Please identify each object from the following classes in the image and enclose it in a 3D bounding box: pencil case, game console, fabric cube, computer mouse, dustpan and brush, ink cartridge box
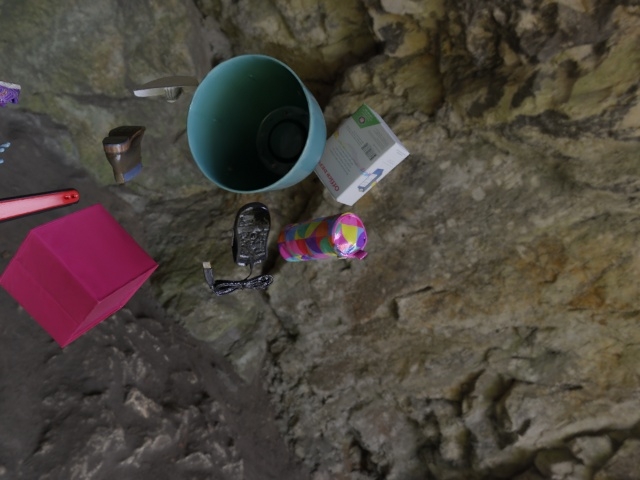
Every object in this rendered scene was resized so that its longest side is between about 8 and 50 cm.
[{"bbox_3d":[0.000,0.000,1.143,0.236,0.104,0.104,-4,-57,54],"label":"pencil case"},{"bbox_3d":[-0.686,-0.042,0.946,0.387,0.342,0.060,-1,-73,45],"label":"game console"},{"bbox_3d":[-0.685,0.094,1.450,0.258,0.259,0.254,47,29,-2],"label":"fabric cube"},{"bbox_3d":[-0.219,0.020,1.311,0.060,0.184,0.261,-133,-143,-53],"label":"computer mouse"},{"bbox_3d":[-0.348,-0.367,1.230,0.211,0.148,0.060,-93,178,-60],"label":"dustpan and brush"},{"bbox_3d":[0.094,-0.217,1.310,0.093,0.212,0.154,14,38,-59],"label":"ink cartridge box"}]

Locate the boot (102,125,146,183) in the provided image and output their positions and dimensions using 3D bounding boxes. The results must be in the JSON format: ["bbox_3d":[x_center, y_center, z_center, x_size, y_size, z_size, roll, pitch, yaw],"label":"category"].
[{"bbox_3d":[-0.500,-0.229,1.307,0.219,0.082,0.106,-90,-179,-63],"label":"boot"}]

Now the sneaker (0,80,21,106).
[{"bbox_3d":[-0.904,-0.412,1.417,0.170,0.069,0.071,-41,138,-76],"label":"sneaker"}]

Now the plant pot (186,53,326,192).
[{"bbox_3d":[-0.118,-0.247,1.173,0.293,0.293,0.235,57,17,10],"label":"plant pot"}]

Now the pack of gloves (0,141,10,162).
[{"bbox_3d":[-1.009,-0.207,1.469,0.046,0.232,0.195,62,36,-31],"label":"pack of gloves"}]
